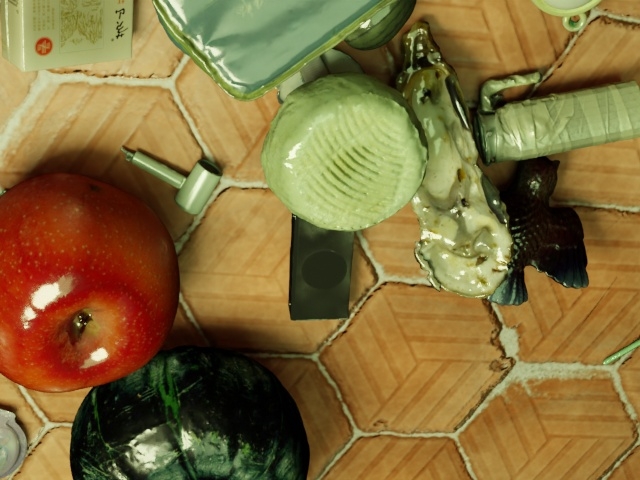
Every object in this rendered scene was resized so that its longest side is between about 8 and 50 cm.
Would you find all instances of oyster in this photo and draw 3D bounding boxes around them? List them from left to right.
[{"bbox_3d":[0.159,-0.095,1.374,0.128,0.078,0.345,-8,99,39],"label":"oyster"}]

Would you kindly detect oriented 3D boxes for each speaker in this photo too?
[{"bbox_3d":[0.000,0.000,1.453,0.082,0.044,0.218,0,118,-8],"label":"speaker"}]

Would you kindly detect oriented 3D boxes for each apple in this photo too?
[{"bbox_3d":[-0.291,0.050,1.333,0.260,0.216,0.260,-9,125,-13],"label":"apple"}]

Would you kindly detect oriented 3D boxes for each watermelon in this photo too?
[{"bbox_3d":[0.065,-0.268,1.299,0.078,0.078,0.111,34,106,-23],"label":"watermelon"}]

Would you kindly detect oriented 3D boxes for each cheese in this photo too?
[{"bbox_3d":[-0.462,0.304,1.554,0.105,0.042,0.191,15,117,-13],"label":"cheese"}]

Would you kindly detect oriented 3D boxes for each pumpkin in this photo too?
[{"bbox_3d":[-0.171,0.261,1.469,0.315,0.238,0.315,-8,139,-7],"label":"pumpkin"}]

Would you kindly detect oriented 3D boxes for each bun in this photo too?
[{"bbox_3d":[0.028,-0.108,1.318,0.195,0.118,0.195,-8,119,-14],"label":"bun"}]

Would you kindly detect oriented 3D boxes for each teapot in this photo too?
[{"bbox_3d":[0.287,-0.159,1.393,0.200,0.077,0.107,-11,95,-2],"label":"teapot"}]

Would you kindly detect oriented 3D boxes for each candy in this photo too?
[{"bbox_3d":[0.481,0.125,1.592,0.194,0.062,0.058,-33,162,19],"label":"candy"}]

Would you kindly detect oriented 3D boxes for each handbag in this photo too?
[{"bbox_3d":[-0.054,-0.302,1.168,0.263,0.241,0.222,-34,113,8],"label":"handbag"}]

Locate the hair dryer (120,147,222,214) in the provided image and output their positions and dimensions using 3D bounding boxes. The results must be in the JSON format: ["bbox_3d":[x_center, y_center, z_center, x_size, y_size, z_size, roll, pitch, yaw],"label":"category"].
[{"bbox_3d":[-0.187,-0.087,1.391,0.124,0.038,0.063,29,109,-13],"label":"hair dryer"}]

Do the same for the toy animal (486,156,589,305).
[{"bbox_3d":[0.254,-0.018,1.436,0.218,0.116,0.179,19,112,0],"label":"toy animal"}]

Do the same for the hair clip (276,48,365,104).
[{"bbox_3d":[-0.002,-0.181,1.355,0.116,0.049,0.172,-20,122,8],"label":"hair clip"}]

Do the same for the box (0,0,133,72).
[{"bbox_3d":[-0.271,-0.290,1.219,0.141,0.058,0.201,-16,124,-34],"label":"box"}]

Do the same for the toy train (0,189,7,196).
[{"bbox_3d":[-0.400,-0.038,1.387,0.092,0.029,0.045,-1,126,-9],"label":"toy train"}]

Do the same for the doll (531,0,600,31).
[{"bbox_3d":[0.267,-0.364,1.253,0.141,0.117,0.296,-16,119,4],"label":"doll"}]
